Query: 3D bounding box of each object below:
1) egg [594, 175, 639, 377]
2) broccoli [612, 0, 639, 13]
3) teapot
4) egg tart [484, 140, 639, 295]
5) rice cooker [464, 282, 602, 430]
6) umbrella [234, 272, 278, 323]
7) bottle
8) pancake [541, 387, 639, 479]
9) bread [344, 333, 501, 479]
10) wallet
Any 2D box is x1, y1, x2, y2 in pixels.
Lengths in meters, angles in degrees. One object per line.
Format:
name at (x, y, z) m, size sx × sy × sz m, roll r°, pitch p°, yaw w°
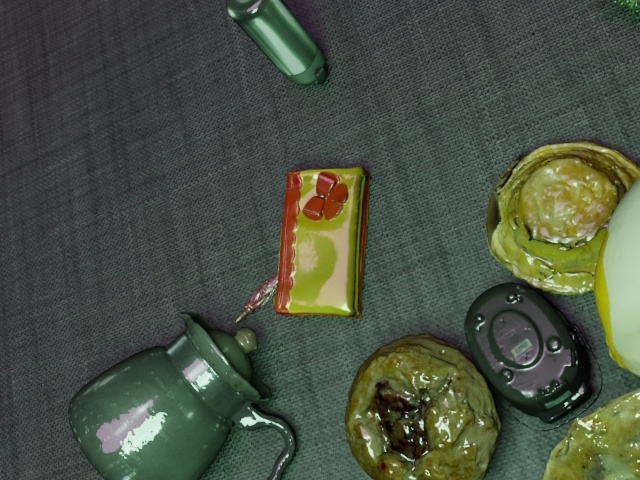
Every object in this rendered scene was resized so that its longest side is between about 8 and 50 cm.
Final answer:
egg at (0.475, 0.020, 0.966) m, size 0.283 × 0.283 × 0.345 m, roll 20°, pitch 79°, yaw 29°
broccoli at (0.461, -0.379, 1.148) m, size 0.122 × 0.204 × 0.118 m, roll 43°, pitch 95°, yaw 14°
teapot at (-0.182, 0.256, 1.235) m, size 0.285 × 0.223 × 0.305 m, roll -43°, pitch 57°, yaw -1°
egg tart at (0.339, -0.040, 1.150) m, size 0.241 × 0.106 × 0.241 m, roll -8°, pitch 68°, yaw 20°
rice cooker at (0.275, 0.148, 1.107) m, size 0.142 × 0.118 × 0.203 m, roll -39°, pitch 58°, yaw 9°
umbrella at (-0.080, 0.074, 1.351) m, size 0.165 × 0.025 × 0.027 m, roll -46°, pitch 44°, yaw 3°
bottle at (-0.059, -0.324, 1.338) m, size 0.096 × 0.254 × 0.079 m, roll 40°, pitch 91°, yaw 27°
pancake at (0.416, 0.293, 0.924) m, size 0.356 × 0.065 × 0.356 m, roll 5°, pitch 117°, yaw 10°
bread at (0.124, 0.237, 1.115) m, size 0.230 × 0.123 × 0.230 m, roll -2°, pitch 87°, yaw 44°
wallet at (0.000, 0.000, 1.304) m, size 0.141 × 0.067 × 0.241 m, roll 0°, pitch 75°, yaw 15°
